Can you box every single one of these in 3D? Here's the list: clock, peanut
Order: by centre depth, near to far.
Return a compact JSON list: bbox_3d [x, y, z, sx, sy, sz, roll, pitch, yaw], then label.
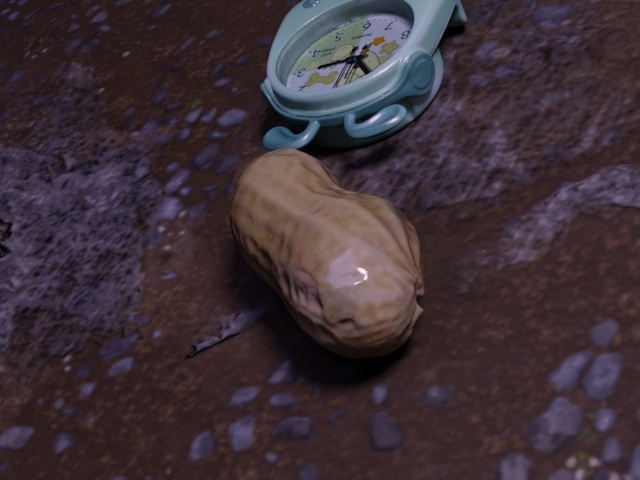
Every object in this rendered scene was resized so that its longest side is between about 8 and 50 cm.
[{"bbox_3d":[0.000,0.000,0.867,0.098,0.090,0.214,-46,38,-1],"label":"peanut"},{"bbox_3d":[0.027,-0.132,1.031,0.148,0.060,0.188,-5,43,28],"label":"clock"}]
